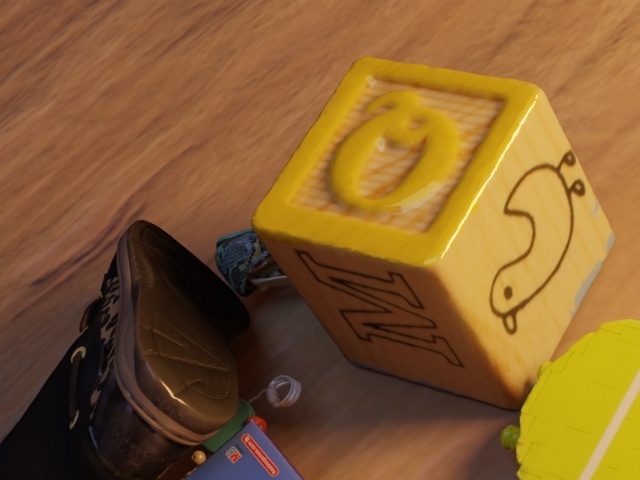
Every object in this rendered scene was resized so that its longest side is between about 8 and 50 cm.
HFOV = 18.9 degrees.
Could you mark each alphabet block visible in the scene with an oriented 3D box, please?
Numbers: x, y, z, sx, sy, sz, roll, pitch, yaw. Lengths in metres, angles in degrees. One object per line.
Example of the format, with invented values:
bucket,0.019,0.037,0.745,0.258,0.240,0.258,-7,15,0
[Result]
alphabet block,0.095,-0.008,1.559,0.193,0.197,0.192,12,60,38

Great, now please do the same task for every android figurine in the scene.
android figurine,0.259,0.153,1.422,0.273,0.056,0.248,13,61,38

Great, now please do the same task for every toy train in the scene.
toy train,-0.056,0.197,1.587,0.125,0.046,0.166,-11,51,21

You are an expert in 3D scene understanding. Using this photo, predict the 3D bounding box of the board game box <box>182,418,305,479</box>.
board game box,-0.034,0.327,1.400,0.233,0.078,0.347,-40,51,-4

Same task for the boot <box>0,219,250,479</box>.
boot,-0.193,0.151,1.621,0.284,0.138,0.377,-49,17,12

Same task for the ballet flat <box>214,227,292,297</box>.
ballet flat,0.000,0.000,1.715,0.188,0.070,0.070,-23,44,6
